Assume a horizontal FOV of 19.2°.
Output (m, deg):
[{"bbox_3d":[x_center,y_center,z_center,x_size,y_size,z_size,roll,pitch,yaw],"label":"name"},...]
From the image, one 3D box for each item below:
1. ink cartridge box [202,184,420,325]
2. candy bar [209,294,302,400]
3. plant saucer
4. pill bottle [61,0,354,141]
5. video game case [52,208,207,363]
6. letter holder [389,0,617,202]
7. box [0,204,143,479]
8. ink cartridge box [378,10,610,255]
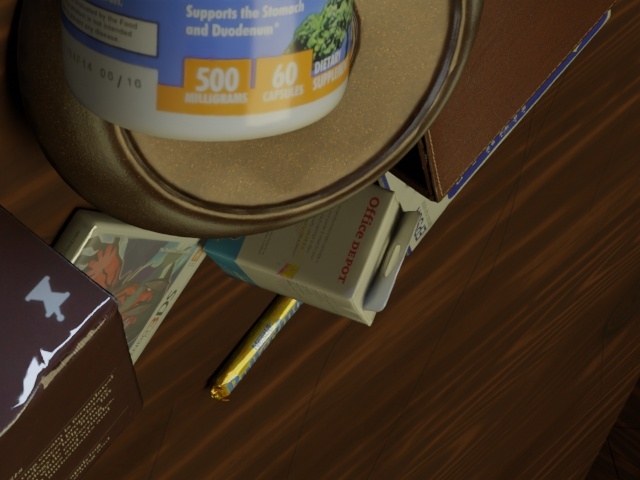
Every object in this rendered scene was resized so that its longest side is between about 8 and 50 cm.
[{"bbox_3d":[0.000,0.000,1.451,0.090,0.143,0.092,56,55,-71],"label":"ink cartridge box"},{"bbox_3d":[-0.046,0.080,1.708,0.161,0.018,0.040,-52,161,-6],"label":"candy bar"},{"bbox_3d":[-0.026,-0.123,1.126,0.311,0.050,0.310,-15,128,-20],"label":"plant saucer"},{"bbox_3d":[-0.053,-0.199,0.931,0.152,0.152,0.272,-32,134,-47],"label":"pill bottle"},{"bbox_3d":[-0.170,0.062,1.379,0.183,0.023,0.201,-56,161,10],"label":"video game case"},{"bbox_3d":[0.113,-0.217,1.357,0.302,0.152,0.214,-48,158,-13],"label":"letter holder"},{"bbox_3d":[-0.216,0.074,1.035,0.168,0.167,0.203,-48,167,-17],"label":"box"},{"bbox_3d":[0.134,-0.161,1.633,0.307,0.072,0.303,-48,162,-8],"label":"ink cartridge box"}]
